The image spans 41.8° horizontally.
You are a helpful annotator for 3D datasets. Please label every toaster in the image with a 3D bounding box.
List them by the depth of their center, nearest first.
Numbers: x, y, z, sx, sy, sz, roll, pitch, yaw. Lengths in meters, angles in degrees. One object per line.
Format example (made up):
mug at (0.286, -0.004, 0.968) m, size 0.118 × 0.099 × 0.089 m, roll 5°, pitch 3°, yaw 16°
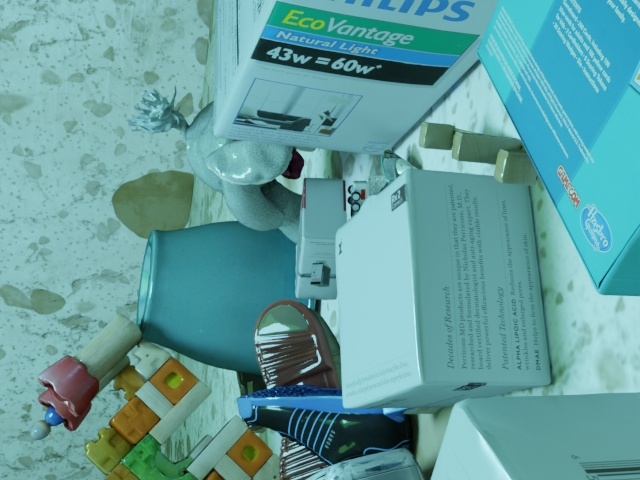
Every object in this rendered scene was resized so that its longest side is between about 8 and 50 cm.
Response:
toaster at (0.045, 0.303, 0.843) m, size 0.227 × 0.129 × 0.146 m, roll -53°, pitch 50°, yaw 56°

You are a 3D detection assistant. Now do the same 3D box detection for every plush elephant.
plush elephant at (-0.063, -0.158, 1.141) m, size 0.255 × 0.330 × 0.272 m, roll -8°, pitch 72°, yaw 55°

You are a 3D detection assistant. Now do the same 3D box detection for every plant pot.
plant pot at (-0.167, 0.087, 1.389) m, size 0.271 × 0.255 × 0.272 m, roll -172°, pitch 90°, yaw -74°

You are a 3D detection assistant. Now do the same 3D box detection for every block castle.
block castle at (-0.250, 0.356, 1.329) m, size 0.213 × 0.453 × 0.303 m, roll -46°, pitch 0°, yaw -26°

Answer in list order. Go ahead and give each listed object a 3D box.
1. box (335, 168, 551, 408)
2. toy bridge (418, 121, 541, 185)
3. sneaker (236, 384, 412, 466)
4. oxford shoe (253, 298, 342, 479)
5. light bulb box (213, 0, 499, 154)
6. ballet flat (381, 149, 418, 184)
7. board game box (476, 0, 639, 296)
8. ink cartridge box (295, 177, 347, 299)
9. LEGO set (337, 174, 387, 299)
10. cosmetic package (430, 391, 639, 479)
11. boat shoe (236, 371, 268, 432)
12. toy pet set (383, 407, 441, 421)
box at (0.098, 0.052, 0.748) m, size 0.181 × 0.119 × 0.182 m, roll 138°, pitch 133°, yaw -65°
toy bridge at (0.145, -0.078, 0.720) m, size 0.188 × 0.063 × 0.026 m, roll -132°, pitch 47°, yaw -70°
sneaker at (-0.001, 0.219, 0.978) m, size 0.232 × 0.081 × 0.090 m, roll -6°, pitch 90°, yaw 35°
oxford shoe at (0.016, 0.247, 1.087) m, size 0.130 × 0.123 × 0.348 m, roll 22°, pitch -127°, yaw -63°
light bulb box at (0.025, -0.325, 0.886) m, size 0.361 × 0.225 × 0.358 m, roll 138°, pitch 133°, yaw -67°
ballet flat at (0.097, -0.061, 0.944) m, size 0.041 × 0.041 × 0.114 m, roll 116°, pitch 151°, yaw -54°
board game box at (0.215, -0.172, 0.467) m, size 0.336 × 0.079 × 0.254 m, roll 109°, pitch 158°, yaw -43°
ink cartridge box at (0.000, 0.000, 1.075) m, size 0.135 × 0.056 × 0.099 m, roll 98°, pitch 173°, yaw -53°
LEGO set at (0.055, 0.035, 1.076) m, size 0.244 × 0.060 × 0.182 m, roll 102°, pitch 165°, yaw -67°
cosmetic package at (0.141, 0.306, 0.506) m, size 0.217 × 0.156 × 0.385 m, roll -119°, pitch 37°, yaw -58°
boat shoe at (-0.122, 0.271, 1.590) m, size 0.072 × 0.068 × 0.190 m, roll 65°, pitch -156°, yaw -63°
toy pet set at (0.087, 0.130, 0.883) m, size 0.122 × 0.065 × 0.114 m, roll 119°, pitch 150°, yaw -57°
